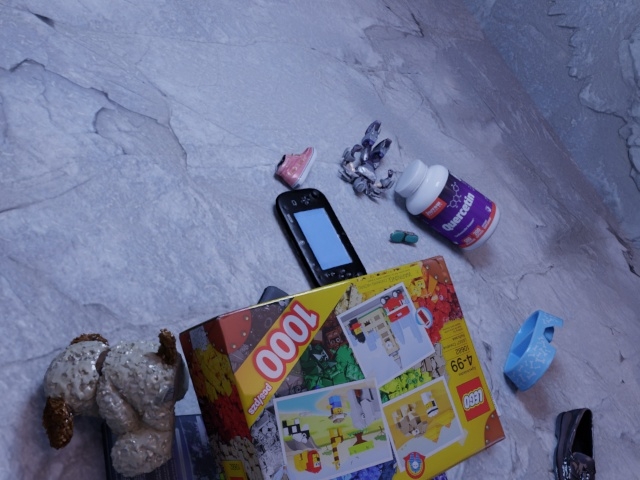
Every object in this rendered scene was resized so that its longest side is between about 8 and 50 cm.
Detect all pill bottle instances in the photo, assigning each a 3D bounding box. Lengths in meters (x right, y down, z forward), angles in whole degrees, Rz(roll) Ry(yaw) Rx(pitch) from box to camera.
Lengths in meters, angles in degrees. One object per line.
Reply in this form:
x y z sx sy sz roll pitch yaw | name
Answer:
0.401 -0.118 2.072 0.323 0.181 0.182 32 41 -15 | pill bottle

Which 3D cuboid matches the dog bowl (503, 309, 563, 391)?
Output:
0.625 0.315 1.922 0.074 0.166 0.297 36 39 5 | dog bowl

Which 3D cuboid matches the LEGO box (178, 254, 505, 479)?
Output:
0.047 0.268 1.170 0.500 0.193 0.373 -13 81 -35 | LEGO box

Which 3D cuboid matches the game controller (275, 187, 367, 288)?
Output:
0.000 0.000 1.709 0.166 0.067 0.319 -7 62 -45 | game controller

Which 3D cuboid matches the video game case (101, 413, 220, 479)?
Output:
-0.247 0.412 1.171 0.274 0.026 0.196 8 52 -38 | video game case

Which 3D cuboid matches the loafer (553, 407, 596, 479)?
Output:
0.714 0.593 1.805 0.109 0.095 0.303 35 40 -13 | loafer

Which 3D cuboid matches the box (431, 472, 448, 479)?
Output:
0.162 0.567 1.341 0.261 0.103 0.184 5 51 -39 | box

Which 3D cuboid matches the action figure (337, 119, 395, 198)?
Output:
0.152 -0.245 2.032 0.185 0.099 0.285 40 43 -21 | action figure

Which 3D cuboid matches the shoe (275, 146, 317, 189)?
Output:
-0.068 -0.226 1.844 0.081 0.063 0.178 38 44 -17 | shoe

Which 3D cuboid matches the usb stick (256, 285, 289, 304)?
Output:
-0.132 0.207 1.431 0.077 0.045 0.278 37 40 -11 | usb stick

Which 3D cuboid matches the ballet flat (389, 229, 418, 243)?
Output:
0.245 -0.014 1.966 0.114 0.041 0.041 9 51 -36 | ballet flat

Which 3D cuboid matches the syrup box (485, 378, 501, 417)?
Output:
0.366 0.366 1.694 0.093 0.096 0.237 6 52 -38 | syrup box

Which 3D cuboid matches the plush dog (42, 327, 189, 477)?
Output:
-0.352 0.239 1.100 0.225 0.211 0.262 2 31 -2 | plush dog
